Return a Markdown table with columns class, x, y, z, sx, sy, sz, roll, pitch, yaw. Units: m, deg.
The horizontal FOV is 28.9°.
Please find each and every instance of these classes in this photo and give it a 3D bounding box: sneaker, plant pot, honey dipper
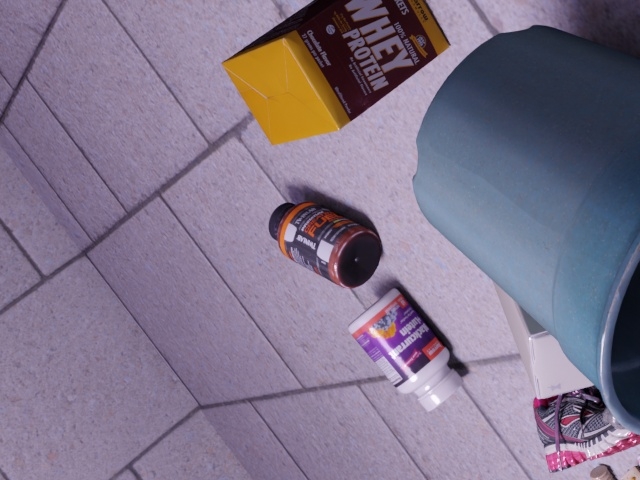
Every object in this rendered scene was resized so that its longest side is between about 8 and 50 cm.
| class | x | y | z | sx | sy | sz | roll | pitch | yaw |
| --- | --- | --- | --- | --- | --- | --- | --- | --- | --- |
| sneaker | 0.378 | 0.240 | 1.702 | 0.299 | 0.120 | 0.112 | -41 | 67 | 61 |
| plant pot | 0.287 | -0.042 | 1.232 | 0.334 | 0.341 | 0.341 | 40 | 155 | 43 |
| honey dipper | 0.463 | 0.412 | 1.903 | 0.161 | 0.030 | 0.030 | 55 | 157 | -18 |

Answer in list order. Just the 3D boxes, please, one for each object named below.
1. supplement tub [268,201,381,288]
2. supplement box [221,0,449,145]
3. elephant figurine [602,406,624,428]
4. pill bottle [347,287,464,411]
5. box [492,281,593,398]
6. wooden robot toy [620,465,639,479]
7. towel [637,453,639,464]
| class | x | y | z | sx | sy | sz | roll | pitch | yaw |
| --- | --- | --- | --- | --- | --- | --- | --- | --- | --- |
| supplement tub | 0.000 | 0.000 | 2.045 | 0.198 | 0.106 | 0.106 | 26 | 146 | 43 |
| supplement box | 0.017 | -0.233 | 1.568 | 0.129 | 0.194 | 0.191 | 58 | 156 | -14 |
| elephant figurine | 0.413 | 0.122 | 1.437 | 0.239 | 0.186 | 0.169 | 43 | -141 | -76 |
| pill bottle | 0.144 | 0.183 | 2.045 | 0.193 | 0.108 | 0.108 | 50 | 156 | 3 |
| box | 0.262 | 0.050 | 1.491 | 0.275 | 0.094 | 0.113 | -103 | -2 | -49 |
| wooden robot toy | 0.481 | 0.410 | 1.767 | 0.173 | 0.079 | 0.076 | 48 | -164 | 8 |
| towel | 0.528 | 0.351 | 1.693 | 0.197 | 0.029 | 0.144 | 47 | 155 | 10 |
